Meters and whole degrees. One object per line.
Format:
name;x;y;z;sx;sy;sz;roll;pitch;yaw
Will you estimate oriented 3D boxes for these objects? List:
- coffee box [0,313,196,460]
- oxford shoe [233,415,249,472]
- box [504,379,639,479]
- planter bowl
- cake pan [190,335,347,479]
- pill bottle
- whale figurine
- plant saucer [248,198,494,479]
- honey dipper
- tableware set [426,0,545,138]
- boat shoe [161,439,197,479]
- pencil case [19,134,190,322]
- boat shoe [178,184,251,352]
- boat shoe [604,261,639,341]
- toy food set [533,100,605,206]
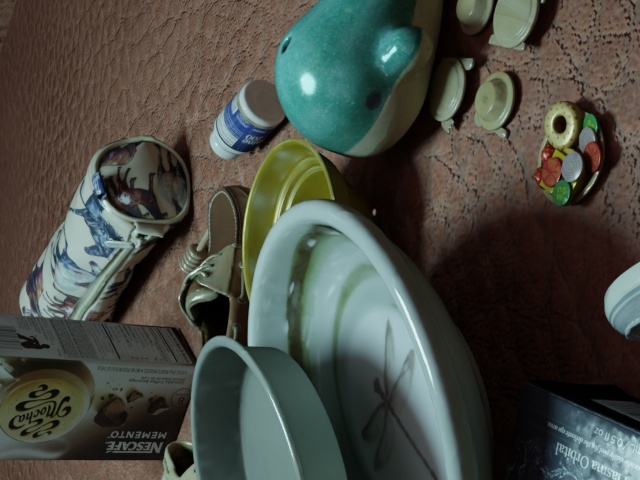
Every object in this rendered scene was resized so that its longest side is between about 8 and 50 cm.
coffee box;-0.341;0.209;1.555;0.119;0.297;0.168;47;122;51
oxford shoe;0.002;0.152;1.169;0.227;0.096;0.083;-40;79;23
box;0.208;0.195;0.775;0.156;0.093;0.158;19;101;61
planter bowl;0.000;0.000;1.203;0.217;0.090;0.217;-8;81;60
cake pan;-0.048;0.229;1.034;0.293;0.054;0.293;171;90;-66
pill bottle;-0.099;-0.154;1.455;0.120;0.067;0.067;-39;50;51
whale figurine;0.045;-0.222;1.128;0.272;0.141;0.216;-67;21;15
plant saucer;0.054;0.158;0.972;0.400;0.100;0.401;171;90;-66
honey dipper;-0.154;-0.015;1.559;0.161;0.030;0.030;-56;37;34
tableware set;0.155;-0.178;1.051;0.141;0.020;0.169;41;120;58
boat shoe;-0.129;0.305;1.335;0.302;0.109;0.098;-179;86;-67
pencil case;-0.352;0.017;1.774;0.410;0.160;0.184;-49;27;44
boat shoe;-0.109;0.063;1.360;0.123;0.116;0.324;-52;40;42
boat shoe;0.274;0.040;0.710;0.227;0.079;0.081;-30;52;51
toy food set;0.207;-0.070;0.924;0.082;0.020;0.083;52;127;53
